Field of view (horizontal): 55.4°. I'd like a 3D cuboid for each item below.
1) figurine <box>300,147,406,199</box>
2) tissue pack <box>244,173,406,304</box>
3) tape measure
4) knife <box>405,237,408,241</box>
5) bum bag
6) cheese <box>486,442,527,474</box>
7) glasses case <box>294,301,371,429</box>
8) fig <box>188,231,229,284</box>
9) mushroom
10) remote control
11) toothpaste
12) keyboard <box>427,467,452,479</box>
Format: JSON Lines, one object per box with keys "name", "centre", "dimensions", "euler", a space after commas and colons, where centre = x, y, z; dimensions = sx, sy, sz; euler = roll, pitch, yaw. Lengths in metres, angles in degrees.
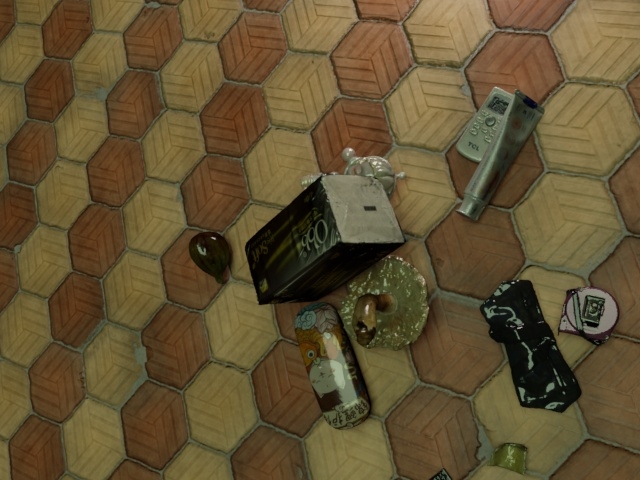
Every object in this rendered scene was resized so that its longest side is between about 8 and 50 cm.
{"name": "figurine", "centre": [0.091, -0.132, 1.574], "dimensions": [0.256, 0.144, 0.182], "euler": [-10, 56, 23]}
{"name": "tissue pack", "centre": [0.000, 0.000, 1.458], "dimensions": [0.370, 0.209, 0.198], "euler": [-39, 58, 45]}
{"name": "tape measure", "centre": [0.590, 0.164, 1.338], "dimensions": [0.118, 0.074, 0.125], "euler": [9, 85, 22]}
{"name": "knife", "centre": [0.187, -0.017, 1.573], "dimensions": [0.091, 0.005, 0.014], "euler": [26, 89, 24]}
{"name": "bum bag", "centre": [0.468, 0.240, 1.375], "dimensions": [0.136, 0.074, 0.310], "euler": [-22, 73, 6]}
{"name": "cheese", "centre": [0.416, 0.484, 1.365], "dimensions": [0.083, 0.041, 0.060], "euler": [5, 89, 7]}
{"name": "glasses case", "centre": [0.028, 0.311, 1.533], "dimensions": [0.122, 0.082, 0.321], "euler": [-25, 72, 14]}
{"name": "fig", "centre": [-0.307, 0.051, 1.712], "dimensions": [0.109, 0.103, 0.155], "euler": [-13, 89, -4]}
{"name": "mushroom", "centre": [0.155, 0.137, 1.413], "dimensions": [0.207, 0.302, 0.233], "euler": [-3, 78, -6]}
{"name": "remote control", "centre": [0.419, -0.284, 1.518], "dimensions": [0.087, 0.029, 0.190], "euler": [36, 95, 24]}
{"name": "toothpaste", "centre": [0.430, -0.200, 1.475], "dimensions": [0.100, 0.066, 0.323], "euler": [29, 93, -18]}
{"name": "keyboard", "centre": [0.322, 0.624, 1.393], "dimensions": [0.063, 0.010, 0.198], "euler": [-42, 68, 12]}
